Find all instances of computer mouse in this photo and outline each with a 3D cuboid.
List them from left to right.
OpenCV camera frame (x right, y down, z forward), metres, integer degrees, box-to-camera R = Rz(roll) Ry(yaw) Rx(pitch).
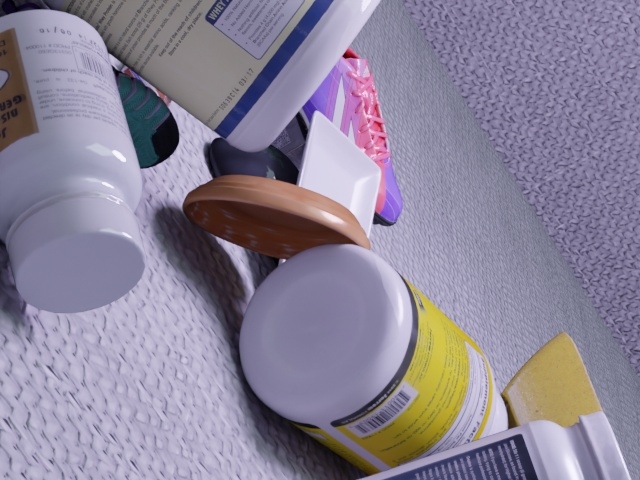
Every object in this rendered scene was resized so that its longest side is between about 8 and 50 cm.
[{"bbox_3d":[-0.031,-0.029,2.010,0.272,0.072,0.188,52,18,-30],"label":"computer mouse"}]

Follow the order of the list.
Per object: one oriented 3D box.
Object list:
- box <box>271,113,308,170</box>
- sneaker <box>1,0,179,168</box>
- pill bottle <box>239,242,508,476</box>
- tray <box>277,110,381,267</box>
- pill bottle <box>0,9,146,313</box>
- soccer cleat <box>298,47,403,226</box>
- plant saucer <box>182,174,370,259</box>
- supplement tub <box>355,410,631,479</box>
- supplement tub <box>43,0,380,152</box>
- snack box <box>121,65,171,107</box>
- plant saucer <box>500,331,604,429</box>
[{"bbox_3d":[-0.034,-0.172,2.298,0.183,0.056,0.231,39,26,-55],"label":"box"},{"bbox_3d":[-0.216,-0.155,1.623,0.223,0.083,0.098,41,19,-50],"label":"sneaker"},{"bbox_3d":[0.071,0.149,1.789,0.334,0.188,0.188,42,24,-52],"label":"pill bottle"},{"bbox_3d":[0.000,0.000,1.945,0.145,0.030,0.270,41,51,-44],"label":"tray"},{"bbox_3d":[-0.213,-0.062,1.353,0.131,0.131,0.229,41,24,-51],"label":"pill bottle"},{"bbox_3d":[0.033,-0.167,2.173,0.318,0.116,0.108,58,16,-4],"label":"soccer cleat"},{"bbox_3d":[-0.043,-0.023,1.747,0.200,0.200,0.037,38,63,-55],"label":"plant saucer"},{"bbox_3d":[0.170,0.286,1.633,0.191,0.272,0.191,-19,90,-86],"label":"supplement tub"},{"bbox_3d":[-0.122,-0.264,1.615,0.325,0.235,0.235,37,19,-7],"label":"supplement tub"},{"bbox_3d":[-0.185,-0.198,1.913,0.064,0.022,0.178,54,16,-17],"label":"snack box"},{"bbox_3d":[0.236,0.327,1.927,0.081,0.333,0.333,2,47,-21],"label":"plant saucer"}]
